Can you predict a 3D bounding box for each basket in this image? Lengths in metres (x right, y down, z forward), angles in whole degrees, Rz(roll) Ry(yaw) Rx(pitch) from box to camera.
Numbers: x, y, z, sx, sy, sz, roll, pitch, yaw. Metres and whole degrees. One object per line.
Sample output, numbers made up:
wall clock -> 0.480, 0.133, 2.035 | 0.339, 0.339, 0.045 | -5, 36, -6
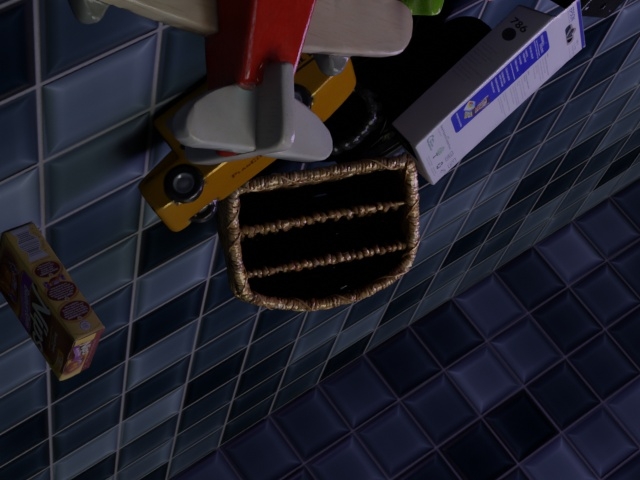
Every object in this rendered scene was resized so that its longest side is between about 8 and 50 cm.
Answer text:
basket -> 0.000, 0.000, 1.962 | 0.299, 0.214, 0.223 | -9, 178, -11

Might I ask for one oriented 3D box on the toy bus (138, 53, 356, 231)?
toy bus -> -0.105, -0.160, 1.711 | 0.332, 0.130, 0.108 | -37, 164, -3

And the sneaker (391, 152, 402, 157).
sneaker -> 0.104, -0.096, 2.404 | 0.084, 0.058, 0.152 | -31, 158, -40

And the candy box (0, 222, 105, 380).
candy box -> -0.367, 0.082, 1.703 | 0.053, 0.187, 0.109 | -26, 158, -37

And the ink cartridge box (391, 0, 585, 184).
ink cartridge box -> 0.260, -0.240, 1.939 | 0.332, 0.065, 0.165 | -41, 156, -2

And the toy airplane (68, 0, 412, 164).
toy airplane -> -0.085, -0.261, 1.267 | 0.384, 0.272, 0.386 | -45, 133, -22

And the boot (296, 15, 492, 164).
boot -> 0.107, -0.229, 1.958 | 0.348, 0.131, 0.260 | -42, 162, 14

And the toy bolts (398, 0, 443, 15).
toy bolts -> 0.120, -0.391, 1.663 | 0.228, 0.158, 0.218 | -12, 110, -36

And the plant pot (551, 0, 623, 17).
plant pot -> 0.408, -0.445, 1.957 | 0.188, 0.167, 0.187 | -47, 160, 29
